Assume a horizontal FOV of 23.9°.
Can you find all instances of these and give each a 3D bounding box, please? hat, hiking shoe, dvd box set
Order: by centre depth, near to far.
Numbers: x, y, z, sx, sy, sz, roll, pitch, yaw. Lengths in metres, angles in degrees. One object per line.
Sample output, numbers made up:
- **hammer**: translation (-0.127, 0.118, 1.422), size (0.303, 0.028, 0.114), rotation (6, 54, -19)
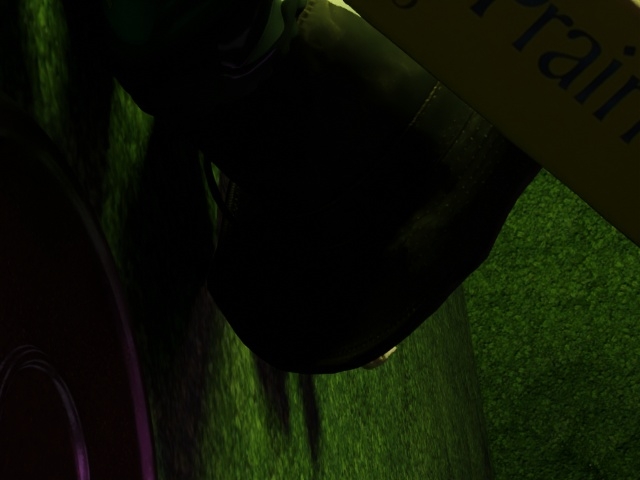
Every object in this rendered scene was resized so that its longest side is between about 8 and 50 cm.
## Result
- **dvd box set**: translation (0.003, -0.180, 0.523), size (0.420, 0.062, 0.307), rotation (38, 25, -14)
- **hiking shoe**: translation (-0.085, -0.195, 0.719), size (0.132, 0.113, 0.304), rotation (39, 37, -48)
- **hat**: translation (0.006, -0.097, 0.797), size (0.134, 0.331, 0.331), rotation (38, 33, -25)

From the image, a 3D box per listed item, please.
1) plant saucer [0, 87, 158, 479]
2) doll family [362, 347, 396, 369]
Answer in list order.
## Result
- **plant saucer**: translation (-0.107, 0.078, 0.473), size (0.310, 0.050, 0.310), rotation (-7, 90, -79)
- **doll family**: translation (0.000, 0.000, 1.052), size (0.263, 0.118, 0.163), rotation (100, -14, -53)
